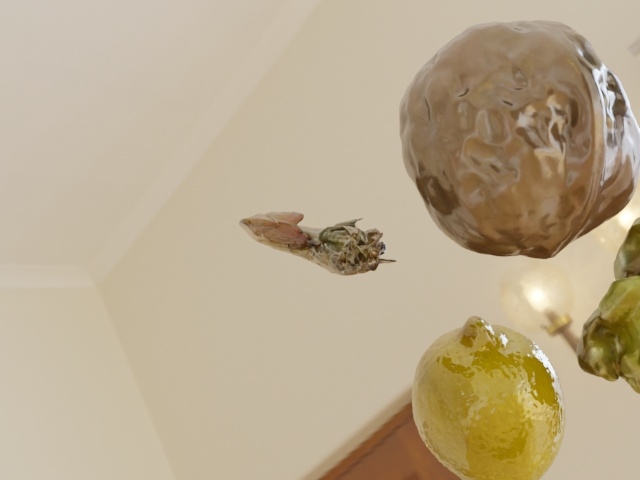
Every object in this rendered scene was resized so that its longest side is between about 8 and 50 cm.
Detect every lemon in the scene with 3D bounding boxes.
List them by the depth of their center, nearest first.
[{"bbox_3d":[0.203,0.202,1.111,0.187,0.187,0.244,-18,-72,-22],"label":"lemon"}]

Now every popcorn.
[{"bbox_3d":[0.416,0.085,1.058,0.252,0.236,0.206,-6,-14,3],"label":"popcorn"}]

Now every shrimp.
[{"bbox_3d":[0.000,0.000,1.029,0.150,0.068,0.249,14,-5,-30],"label":"shrimp"}]

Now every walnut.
[{"bbox_3d":[0.222,-0.110,1.014,0.227,0.273,0.273,-23,-19,36],"label":"walnut"}]
